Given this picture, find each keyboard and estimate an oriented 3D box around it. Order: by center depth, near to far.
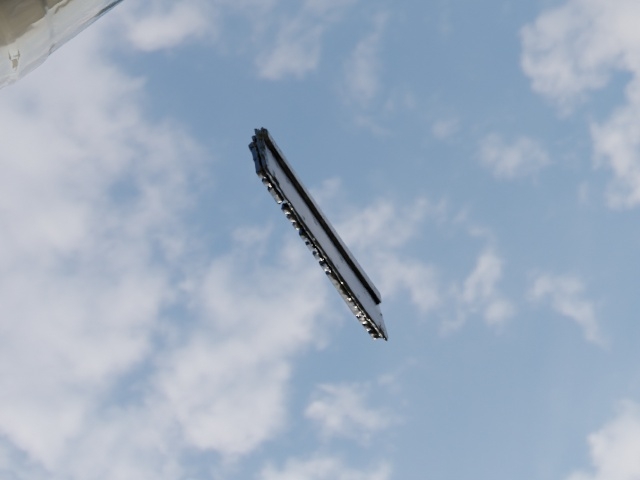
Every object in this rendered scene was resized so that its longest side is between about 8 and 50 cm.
[{"bbox_3d":[-0.001,0.000,1.065,0.231,0.023,0.072,55,-165,-36],"label":"keyboard"}]

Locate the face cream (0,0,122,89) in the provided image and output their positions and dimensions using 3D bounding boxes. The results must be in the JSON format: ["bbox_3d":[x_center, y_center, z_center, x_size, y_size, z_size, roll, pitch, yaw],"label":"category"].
[{"bbox_3d":[-0.106,-0.079,0.335,0.250,0.077,0.077,-43,-70,-25],"label":"face cream"}]
